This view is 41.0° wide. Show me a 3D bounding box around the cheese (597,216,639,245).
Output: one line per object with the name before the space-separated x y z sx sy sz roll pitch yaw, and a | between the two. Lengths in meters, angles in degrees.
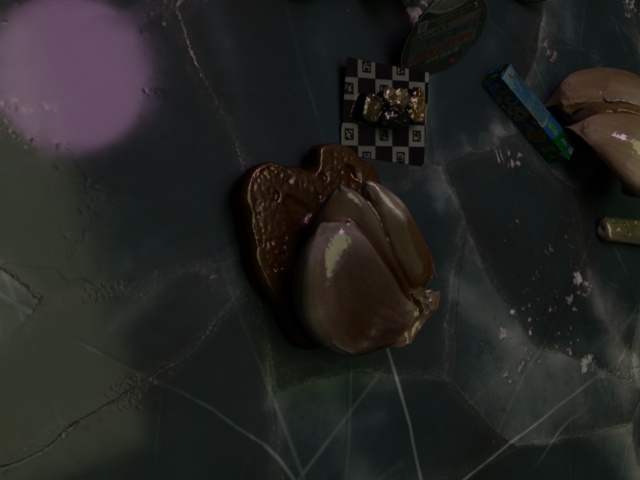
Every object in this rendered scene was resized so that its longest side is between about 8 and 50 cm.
cheese | 0.751 -0.023 2.099 0.193 0.043 0.065 7 81 -34

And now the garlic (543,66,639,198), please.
garlic | 0.688 -0.249 1.981 0.313 0.249 0.286 43 62 -34

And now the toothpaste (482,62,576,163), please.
toothpaste | 0.469 -0.281 1.916 0.266 0.065 0.050 44 62 -23

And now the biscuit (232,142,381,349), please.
biscuit | 0.000 0.000 1.542 0.381 0.074 0.359 43 62 -22

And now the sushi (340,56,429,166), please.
sushi | 0.144 -0.249 1.671 0.215 0.050 0.192 3 92 -35

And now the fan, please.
fan | 0.232 -0.429 1.690 0.223 0.012 0.294 -42 149 2

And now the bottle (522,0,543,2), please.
bottle | 0.493 -0.682 1.956 0.112 0.112 0.260 14 76 -33

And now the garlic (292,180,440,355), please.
garlic | 0.067 0.060 1.470 0.325 0.132 0.279 49 62 -25
